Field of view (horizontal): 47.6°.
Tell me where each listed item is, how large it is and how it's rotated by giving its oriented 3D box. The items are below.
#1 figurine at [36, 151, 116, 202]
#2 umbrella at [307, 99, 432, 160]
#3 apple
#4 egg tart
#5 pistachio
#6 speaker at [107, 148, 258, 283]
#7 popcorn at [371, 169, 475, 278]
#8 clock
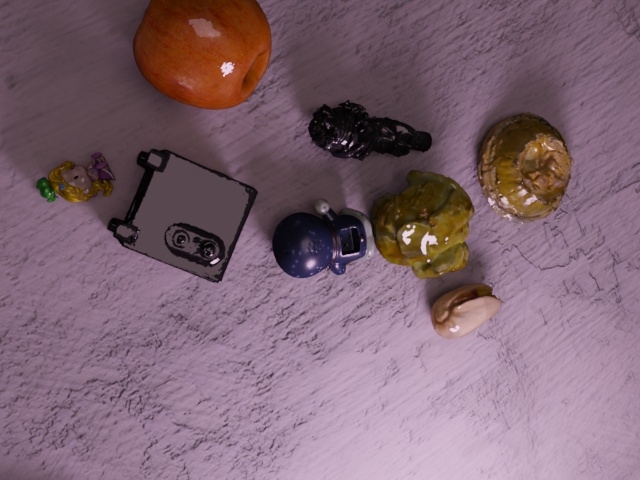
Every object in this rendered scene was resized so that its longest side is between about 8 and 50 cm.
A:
[{"bbox_3d":[-0.526,-0.117,1.581,0.156,0.095,0.115,-27,142,-13],"label":"figurine"},{"bbox_3d":[0.138,-0.256,1.781,0.336,0.154,0.128,10,131,-20],"label":"umbrella"},{"bbox_3d":[-0.242,-0.424,1.545,0.275,0.299,0.299,31,83,-9],"label":"apple"},{"bbox_3d":[0.570,-0.194,1.962,0.314,0.120,0.315,-1,94,-20],"label":"egg tart"},{"bbox_3d":[0.380,0.186,1.928,0.200,0.117,0.145,-24,140,-25],"label":"pistachio"},{"bbox_3d":[-0.308,-0.063,1.609,0.253,0.184,0.232,24,86,-22],"label":"speaker"},{"bbox_3d":[0.256,-0.026,1.812,0.276,0.276,0.226,34,46,-19],"label":"popcorn"},{"bbox_3d":[0.000,0.000,1.754,0.243,0.146,0.200,-11,102,-27],"label":"clock"}]
